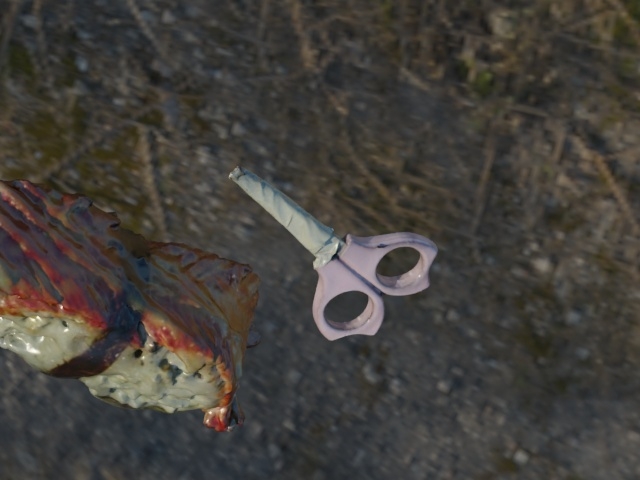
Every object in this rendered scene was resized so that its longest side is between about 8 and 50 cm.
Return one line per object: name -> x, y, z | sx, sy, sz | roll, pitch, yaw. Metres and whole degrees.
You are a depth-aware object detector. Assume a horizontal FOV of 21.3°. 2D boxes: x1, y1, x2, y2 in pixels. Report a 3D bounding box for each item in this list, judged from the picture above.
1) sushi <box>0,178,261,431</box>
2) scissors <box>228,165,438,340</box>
sushi -> -0.169, 0.043, 1.262 | 0.332, 0.130, 0.124 | 23, 57, -27
scissors -> 0.000, 0.000, 1.244 | 0.110, 0.021, 0.212 | -42, 130, 10
